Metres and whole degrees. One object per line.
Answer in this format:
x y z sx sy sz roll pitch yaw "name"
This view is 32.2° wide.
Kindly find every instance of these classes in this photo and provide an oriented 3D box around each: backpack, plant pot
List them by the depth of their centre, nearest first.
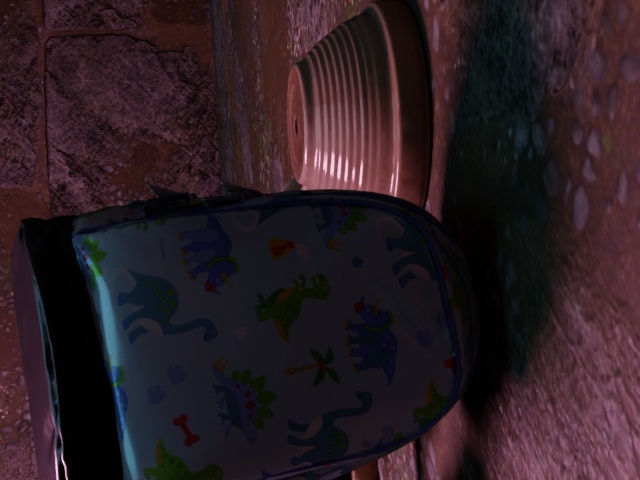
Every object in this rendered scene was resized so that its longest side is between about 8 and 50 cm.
-0.049 0.085 0.899 0.273 0.355 0.290 145 118 -65 "backpack"
0.028 -0.119 1.102 0.237 0.109 0.237 177 90 -80 "plant pot"

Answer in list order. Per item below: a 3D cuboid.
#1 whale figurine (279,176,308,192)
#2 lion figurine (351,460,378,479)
0.000 0.000 1.342 0.216 0.141 0.272 112 178 -47 "whale figurine"
0.015 0.181 1.201 0.392 0.142 0.240 173 95 -82 "lion figurine"
